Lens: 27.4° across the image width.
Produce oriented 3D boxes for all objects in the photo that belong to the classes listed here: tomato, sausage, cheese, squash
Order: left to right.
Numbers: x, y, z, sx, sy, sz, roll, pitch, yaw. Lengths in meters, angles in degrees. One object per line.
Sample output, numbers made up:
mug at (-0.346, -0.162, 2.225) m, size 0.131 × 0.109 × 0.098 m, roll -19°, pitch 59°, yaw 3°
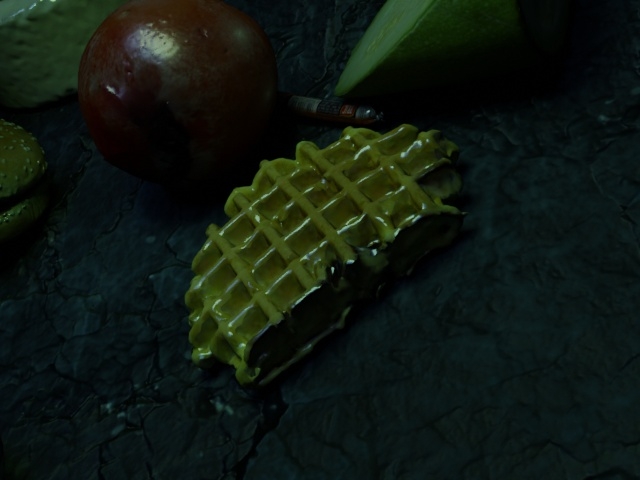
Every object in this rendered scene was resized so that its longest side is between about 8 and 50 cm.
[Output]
cheese at (-0.349, -0.338, 1.740) m, size 0.292 × 0.153 × 0.332 m, roll -11°, pitch 47°, yaw 28°
tomato at (-0.150, -0.153, 1.361) m, size 0.208 × 0.208 × 0.184 m, roll -4°, pitch 52°, yaw 33°
sausage at (-0.004, -0.140, 1.384) m, size 0.198 × 0.025 × 0.028 m, roll 14°, pitch 90°, yaw 44°
squash at (0.102, -0.240, 1.281) m, size 0.260 × 0.189 × 0.189 m, roll -3°, pitch 49°, yaw 30°

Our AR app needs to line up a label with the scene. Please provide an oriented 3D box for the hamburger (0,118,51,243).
hamburger at (-0.406, -0.071, 1.501) m, size 0.189 × 0.122 × 0.215 m, roll -18°, pitch 33°, yaw -27°

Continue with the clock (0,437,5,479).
clock at (-0.375, 0.248, 1.180) m, size 0.199 × 0.146 × 0.243 m, roll -9°, pitch 53°, yaw 36°

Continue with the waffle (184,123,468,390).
waffle at (-0.001, -0.001, 1.214) m, size 0.283 × 0.065 × 0.309 m, roll -7°, pitch 48°, yaw 31°
